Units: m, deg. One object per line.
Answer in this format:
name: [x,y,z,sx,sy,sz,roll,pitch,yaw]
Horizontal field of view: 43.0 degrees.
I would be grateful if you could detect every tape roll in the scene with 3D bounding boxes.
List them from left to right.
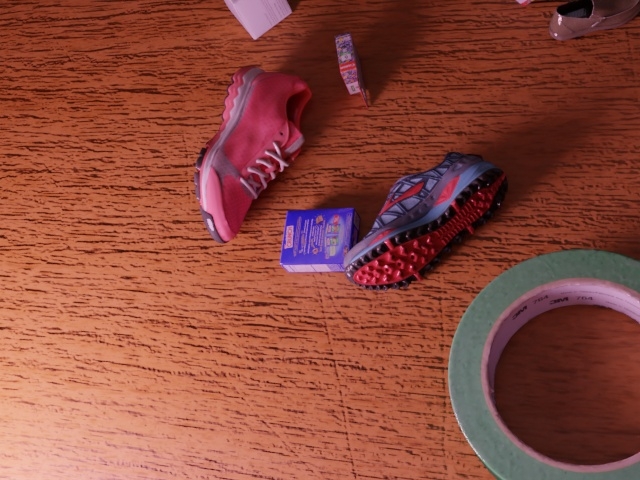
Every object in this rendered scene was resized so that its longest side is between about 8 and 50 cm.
tape roll: [0.321,0.169,0.995,0.322,0.077,0.321,-8,63,16]

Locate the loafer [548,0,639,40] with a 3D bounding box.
loafer: [0.420,-0.349,1.232,0.148,0.050,0.056,-22,60,8]

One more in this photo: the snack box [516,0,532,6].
snack box: [0.375,-0.490,1.252,0.207,0.070,0.174,-23,53,48]

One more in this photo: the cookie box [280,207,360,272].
cookie box: [0.000,0.000,1.210,0.107,0.040,0.091,-1,65,18]

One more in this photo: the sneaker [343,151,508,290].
sneaker: [0.136,-0.031,1.163,0.262,0.104,0.125,-35,41,-5]

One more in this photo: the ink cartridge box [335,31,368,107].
ink cartridge box: [0.050,-0.272,1.315,0.029,0.063,0.115,-13,61,12]

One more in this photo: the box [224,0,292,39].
box: [-0.123,-0.435,1.434,0.087,0.102,0.101,-37,60,1]

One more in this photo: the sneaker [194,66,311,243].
sneaker: [-0.098,-0.142,1.273,0.136,0.116,0.313,5,67,20]
